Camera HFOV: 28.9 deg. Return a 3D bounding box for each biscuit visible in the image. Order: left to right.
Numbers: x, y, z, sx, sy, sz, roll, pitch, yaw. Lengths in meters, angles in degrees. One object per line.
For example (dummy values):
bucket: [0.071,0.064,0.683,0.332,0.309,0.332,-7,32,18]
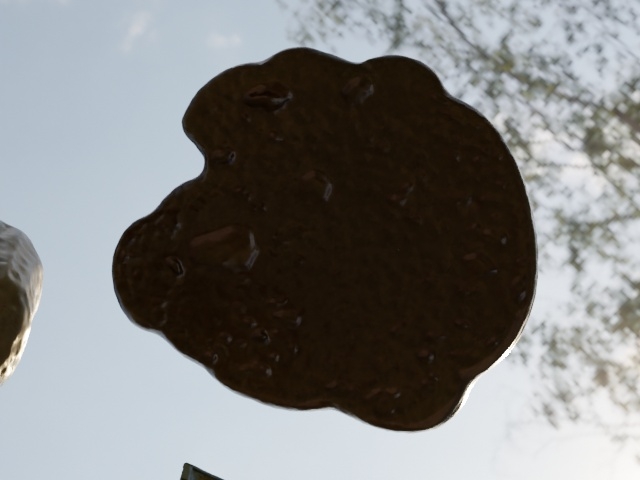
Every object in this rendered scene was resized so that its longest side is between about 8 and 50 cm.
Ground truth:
biscuit: [0.000,0.000,1.115,0.381,0.359,0.074,-8,-11,11]

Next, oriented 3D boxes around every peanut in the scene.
peanut: [-0.452,0.088,1.572,0.169,0.387,0.192,35,-78,-16]

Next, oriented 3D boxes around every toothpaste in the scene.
toothpaste: [-0.096,0.350,1.647,0.031,0.204,0.049,-20,-53,-71]
